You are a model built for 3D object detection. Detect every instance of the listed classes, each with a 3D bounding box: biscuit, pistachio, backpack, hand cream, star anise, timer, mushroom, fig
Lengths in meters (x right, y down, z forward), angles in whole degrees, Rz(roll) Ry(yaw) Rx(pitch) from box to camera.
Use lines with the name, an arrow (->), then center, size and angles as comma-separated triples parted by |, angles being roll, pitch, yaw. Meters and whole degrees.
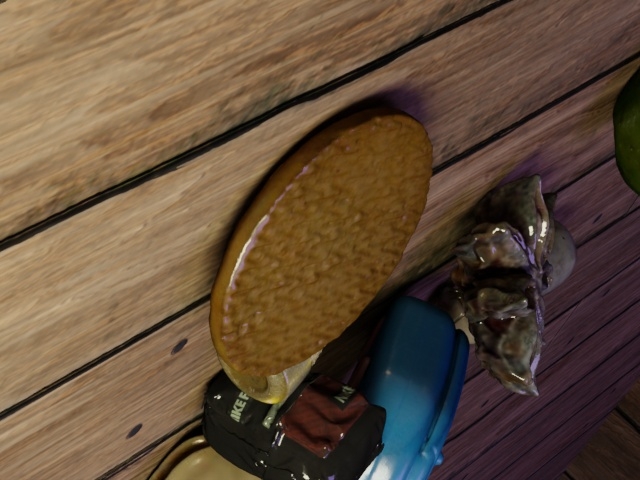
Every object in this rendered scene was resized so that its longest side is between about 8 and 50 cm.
biscuit -> 0.000, 0.000, 1.607 | 0.262, 0.037, 0.262 | -40, 150, -29
pistachio -> -0.104, 0.262, 1.900 | 0.223, 0.126, 0.152 | -41, 124, 12
backpack -> -0.029, 0.170, 1.799 | 0.120, 0.165, 0.106 | -53, 163, -43
hand cream -> -0.004, 0.056, 1.760 | 0.203, 0.084, 0.084 | -44, 166, -32
star anise -> 0.194, 0.044, 2.085 | 0.223, 0.109, 0.236 | -62, 152, -53
timer -> 0.050, 0.233, 2.035 | 0.340, 0.115, 0.309 | -67, -177, -64
mushroom -> 0.219, 0.051, 2.284 | 0.223, 0.092, 0.081 | -36, 118, -42
fig -> 0.423, -0.133, 2.183 | 0.195, 0.195, 0.245 | -53, -177, 25
